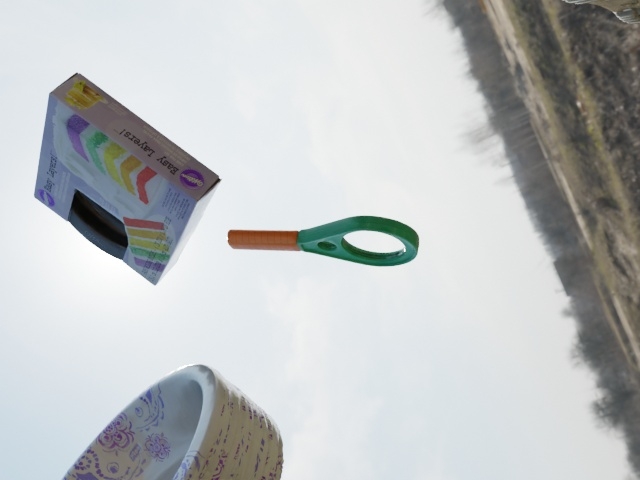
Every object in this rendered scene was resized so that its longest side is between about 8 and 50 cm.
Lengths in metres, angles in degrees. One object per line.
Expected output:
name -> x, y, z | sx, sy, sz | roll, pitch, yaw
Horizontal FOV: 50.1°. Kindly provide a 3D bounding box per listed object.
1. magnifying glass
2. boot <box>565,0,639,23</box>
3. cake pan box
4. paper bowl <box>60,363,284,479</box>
magnifying glass -> 0.000, 0.000, 0.794 | 0.092, 0.230, 0.026 | 58, -143, -56
boot -> 0.163, -0.231, 0.347 | 0.248, 0.090, 0.207 | -19, -72, -64
cake pan box -> -0.295, -0.076, 1.006 | 0.245, 0.267, 0.070 | 39, -130, -2
paper bowl -> -0.146, 0.269, 0.637 | 0.148, 0.284, 0.284 | 45, -155, -17
